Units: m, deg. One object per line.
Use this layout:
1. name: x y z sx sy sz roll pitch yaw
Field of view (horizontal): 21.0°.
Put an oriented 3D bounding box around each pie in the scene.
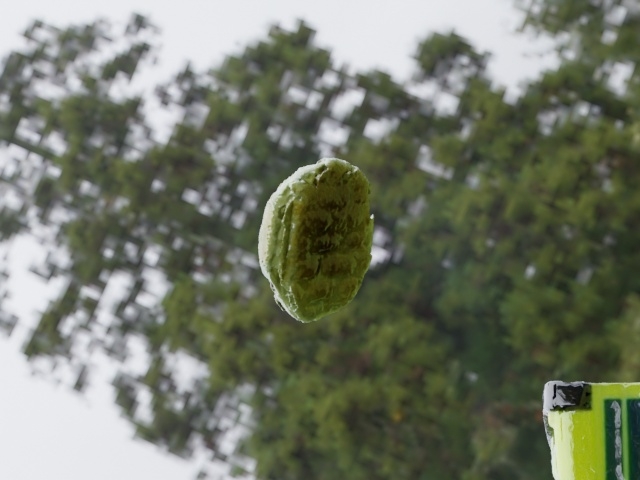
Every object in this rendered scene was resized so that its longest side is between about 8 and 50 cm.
1. pie: 0.000 0.000 0.863 0.084 0.020 0.084 -21 -62 -45

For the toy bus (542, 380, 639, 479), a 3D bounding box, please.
1. toy bus: 0.253 0.144 0.934 0.128 0.262 0.150 65 -155 -67
